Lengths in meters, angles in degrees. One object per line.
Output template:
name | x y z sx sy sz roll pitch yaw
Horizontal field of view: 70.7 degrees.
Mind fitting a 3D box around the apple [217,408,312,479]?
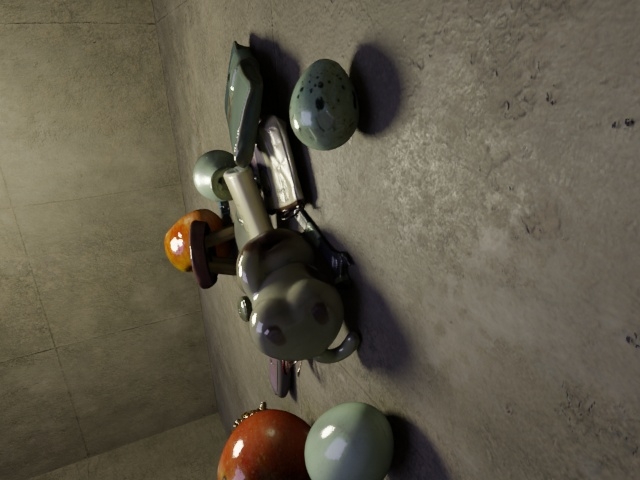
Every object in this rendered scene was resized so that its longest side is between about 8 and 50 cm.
apple | -0.146 0.707 1.391 0.277 0.349 0.348 -138 41 -61

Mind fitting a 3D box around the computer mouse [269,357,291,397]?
computer mouse | -0.143 0.447 1.597 0.120 0.057 0.232 39 133 55

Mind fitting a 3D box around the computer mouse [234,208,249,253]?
computer mouse | -0.254 -0.010 1.584 0.197 0.095 0.331 -118 28 -42

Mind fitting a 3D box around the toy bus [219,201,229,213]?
toy bus | -0.419 -0.160 1.948 0.046 0.038 0.083 -147 50 -63

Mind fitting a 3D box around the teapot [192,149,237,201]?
teapot | -0.331 -0.208 1.526 0.251 0.184 0.183 -144 47 -63

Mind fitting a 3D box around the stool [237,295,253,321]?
stool | -0.247 0.245 1.666 0.096 0.110 0.096 38 134 55

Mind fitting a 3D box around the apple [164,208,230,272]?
apple | -0.535 0.023 2.010 0.301 0.302 0.301 42 139 53

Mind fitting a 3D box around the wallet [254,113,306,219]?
wallet | -0.128 -0.190 1.224 0.335 0.068 0.274 -179 79 -70

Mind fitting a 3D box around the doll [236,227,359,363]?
doll | -0.081 0.118 1.068 0.370 0.215 0.226 58 -173 34

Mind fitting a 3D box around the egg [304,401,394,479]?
egg | 0.063 0.445 0.966 0.183 0.183 0.264 62 146 33

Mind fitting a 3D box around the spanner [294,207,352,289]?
spanner | 0.000 0.000 1.096 0.316 0.024 0.087 -126 34 -46

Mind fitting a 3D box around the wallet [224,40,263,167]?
wallet | -0.217 -0.387 1.237 0.360 0.083 0.252 -111 29 -49

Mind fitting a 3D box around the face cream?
face cream | -0.184 -0.046 1.330 0.173 0.081 0.348 -140 30 -68

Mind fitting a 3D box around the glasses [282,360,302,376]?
glasses | -0.065 0.284 1.343 0.162 0.095 0.255 -87 1 -54

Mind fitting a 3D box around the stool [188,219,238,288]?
stool | -0.392 0.043 1.744 0.272 0.179 0.272 171 90 -88

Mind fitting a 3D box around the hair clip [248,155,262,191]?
hair clip | -0.219 -0.217 1.461 0.187 0.056 0.146 -114 23 -46

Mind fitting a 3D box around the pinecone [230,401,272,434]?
pinecone | -0.205 0.739 1.677 0.257 0.243 0.243 62 153 22

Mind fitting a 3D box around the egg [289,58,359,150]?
egg | 0.007 -0.246 0.818 0.131 0.131 0.164 -167 73 -65
